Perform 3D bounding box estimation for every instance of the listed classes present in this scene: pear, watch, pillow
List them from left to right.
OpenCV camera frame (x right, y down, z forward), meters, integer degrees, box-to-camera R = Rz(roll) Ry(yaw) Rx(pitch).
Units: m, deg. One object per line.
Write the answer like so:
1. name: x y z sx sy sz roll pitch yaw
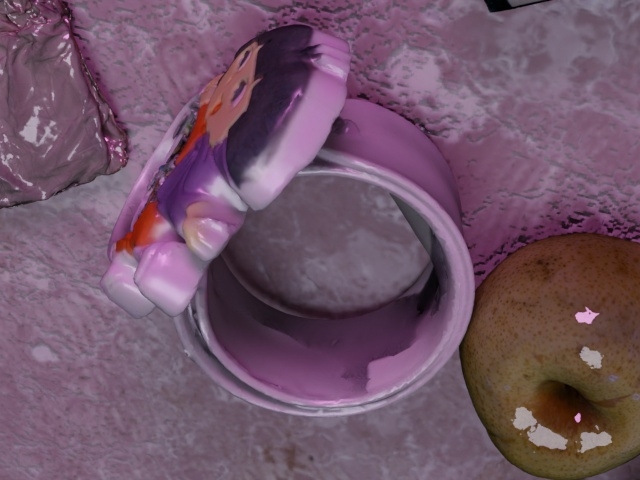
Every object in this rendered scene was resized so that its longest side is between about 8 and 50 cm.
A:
1. pillow: -0.233 -0.135 0.934 0.135 0.049 0.248 -13 119 15
2. watch: 0.000 0.000 0.885 0.231 0.196 0.244 34 117 -16
3. pear: 0.174 0.075 0.912 0.167 0.136 0.167 5 125 8

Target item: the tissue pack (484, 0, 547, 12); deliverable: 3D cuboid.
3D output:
1. tissue pack: 0.164 -0.202 0.771 0.170 0.090 0.103 -9 152 19
